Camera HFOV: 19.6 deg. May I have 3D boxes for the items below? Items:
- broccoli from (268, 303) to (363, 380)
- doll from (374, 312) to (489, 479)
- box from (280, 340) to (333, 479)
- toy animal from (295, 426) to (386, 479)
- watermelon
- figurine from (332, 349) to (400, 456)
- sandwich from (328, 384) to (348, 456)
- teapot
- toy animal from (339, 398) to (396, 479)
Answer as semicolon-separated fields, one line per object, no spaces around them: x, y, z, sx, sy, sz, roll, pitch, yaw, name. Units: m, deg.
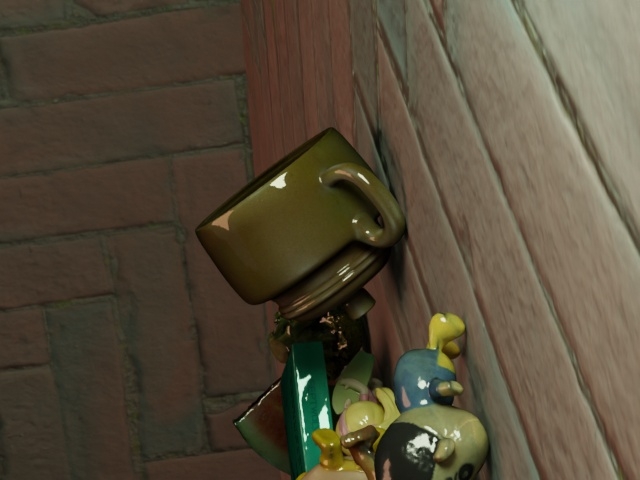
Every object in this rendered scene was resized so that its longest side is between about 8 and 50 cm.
-0.006;0.109;2.244;0.131;0.120;0.130;-14;100;53;broccoli
0.095;0.147;1.491;0.102;0.089;0.179;93;-168;-61;doll
-0.015;0.214;2.116;0.226;0.042;0.160;106;159;-74;box
0.038;0.306;1.935;0.156;0.156;0.229;-114;16;-72;toy animal
-0.030;0.227;2.522;0.136;0.207;0.202;-12;68;59;watermelon
0.056;0.180;2.040;0.187;0.083;0.083;-76;-19;-70;figurine
0.035;0.236;2.222;0.074;0.074;0.116;92;170;-60;sandwich
0.000;0.000;1.868;0.175;0.185;0.268;51;146;-7;teapot
0.083;0.245;1.673;0.312;0.097;0.157;87;167;-55;toy animal
